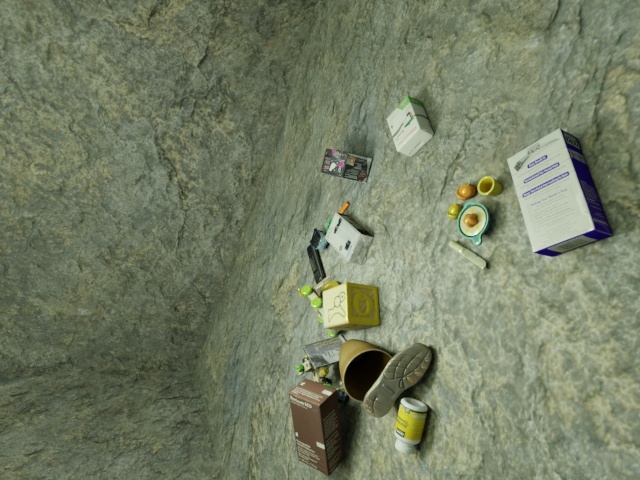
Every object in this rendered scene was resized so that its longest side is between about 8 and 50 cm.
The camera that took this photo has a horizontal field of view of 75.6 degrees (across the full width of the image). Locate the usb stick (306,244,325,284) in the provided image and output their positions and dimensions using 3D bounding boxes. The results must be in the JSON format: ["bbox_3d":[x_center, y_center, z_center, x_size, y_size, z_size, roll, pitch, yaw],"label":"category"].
[{"bbox_3d":[-0.027,0.134,2.437,0.077,0.045,0.278,-47,42,31],"label":"usb stick"}]

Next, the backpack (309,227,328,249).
[{"bbox_3d":[0.000,0.000,2.397,0.105,0.084,0.114,-69,27,16],"label":"backpack"}]

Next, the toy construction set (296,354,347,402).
[{"bbox_3d":[0.017,0.669,1.989,0.309,0.237,0.257,-8,73,57],"label":"toy construction set"}]

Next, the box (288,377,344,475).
[{"bbox_3d":[-0.015,0.854,1.899,0.191,0.143,0.381,5,107,39],"label":"box"}]

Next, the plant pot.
[{"bbox_3d":[0.178,0.537,1.815,0.254,0.237,0.237,-141,66,-73],"label":"plant pot"}]

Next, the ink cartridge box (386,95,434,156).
[{"bbox_3d":[0.408,-0.523,1.893,0.160,0.092,0.219,-46,43,43],"label":"ink cartridge box"}]

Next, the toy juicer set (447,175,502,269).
[{"bbox_3d":[0.537,-0.072,1.527,0.209,0.089,0.329,11,90,59],"label":"toy juicer set"}]

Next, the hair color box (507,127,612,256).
[{"bbox_3d":[0.711,-0.141,1.248,0.185,0.110,0.339,-35,53,51],"label":"hair color box"}]

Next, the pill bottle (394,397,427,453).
[{"bbox_3d":[0.340,0.706,1.572,0.103,0.103,0.184,13,91,59],"label":"pill bottle"}]

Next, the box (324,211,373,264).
[{"bbox_3d":[0.143,-0.014,2.162,0.290,0.087,0.169,49,121,54],"label":"box"}]

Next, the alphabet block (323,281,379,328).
[{"bbox_3d":[0.142,0.317,1.948,0.197,0.193,0.192,-28,58,52],"label":"alphabet block"}]

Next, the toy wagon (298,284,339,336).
[{"bbox_3d":[-0.015,0.344,2.157,0.068,0.267,0.344,-33,38,-9],"label":"toy wagon"}]

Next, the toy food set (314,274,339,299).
[{"bbox_3d":[0.069,0.290,2.212,0.128,0.071,0.218,-45,40,7],"label":"toy food set"}]

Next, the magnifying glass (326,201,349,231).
[{"bbox_3d":[0.098,-0.128,2.343,0.231,0.026,0.092,-57,36,34],"label":"magnifying glass"}]

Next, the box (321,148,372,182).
[{"bbox_3d":[0.136,-0.403,2.234,0.247,0.163,0.142,31,110,58],"label":"box"}]

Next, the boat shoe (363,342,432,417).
[{"bbox_3d":[0.300,0.539,1.647,0.355,0.132,0.130,-48,-8,8],"label":"boat shoe"}]

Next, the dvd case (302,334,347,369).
[{"bbox_3d":[0.043,0.541,2.016,0.164,0.221,0.018,-134,40,-55],"label":"dvd case"}]
